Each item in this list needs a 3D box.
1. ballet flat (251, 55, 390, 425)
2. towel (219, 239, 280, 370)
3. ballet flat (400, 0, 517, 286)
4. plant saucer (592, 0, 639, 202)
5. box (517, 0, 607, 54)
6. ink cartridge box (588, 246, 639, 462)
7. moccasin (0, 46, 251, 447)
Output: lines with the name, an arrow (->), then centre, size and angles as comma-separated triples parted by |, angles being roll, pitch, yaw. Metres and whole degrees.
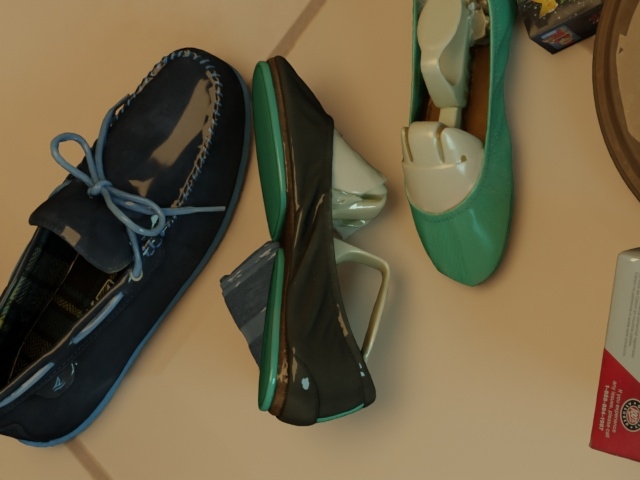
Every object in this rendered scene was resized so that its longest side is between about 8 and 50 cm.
ballet flat -> 0.000, 0.000, 1.309 | 0.096, 0.095, 0.280 | 2, 71, -11
towel -> -0.027, 0.062, 1.350 | 0.067, 0.029, 0.119 | -38, 62, 17
ballet flat -> 0.090, -0.093, 1.282 | 0.083, 0.087, 0.247 | -4, 77, 35
plant saucer -> 0.304, -0.117, 1.162 | 0.277, 0.041, 0.278 | -1, 89, 27
box -> 0.232, -0.252, 1.261 | 0.233, 0.044, 0.159 | -25, 67, 23
ink cartridge box -> 0.276, 0.079, 1.097 | 0.176, 0.127, 0.128 | 14, 100, 32
moccasin -> -0.163, 0.007, 1.390 | 0.137, 0.117, 0.342 | 25, 92, 32
